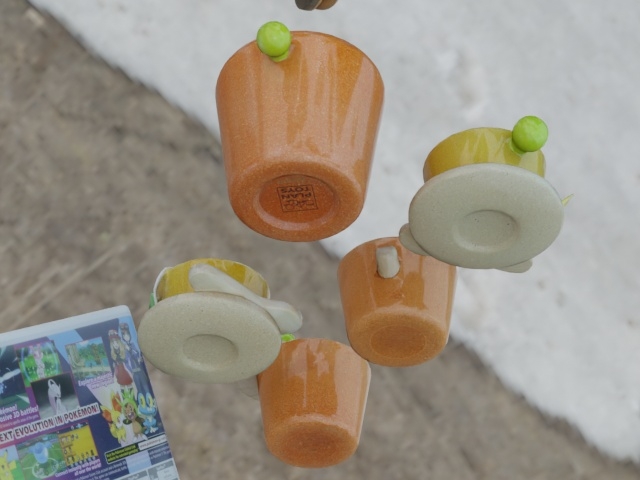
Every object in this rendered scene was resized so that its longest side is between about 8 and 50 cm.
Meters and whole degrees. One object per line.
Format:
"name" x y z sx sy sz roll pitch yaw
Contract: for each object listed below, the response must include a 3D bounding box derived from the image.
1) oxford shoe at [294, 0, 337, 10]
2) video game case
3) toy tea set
"oxford shoe" 0.048 -0.265 1.539 0.076 0.076 0.212 28 90 -27
"video game case" -0.151 0.140 1.191 0.201 0.023 0.183 -12 85 -62
"toy tea set" 0.000 0.000 1.185 0.200 0.336 0.124 16 48 -17
